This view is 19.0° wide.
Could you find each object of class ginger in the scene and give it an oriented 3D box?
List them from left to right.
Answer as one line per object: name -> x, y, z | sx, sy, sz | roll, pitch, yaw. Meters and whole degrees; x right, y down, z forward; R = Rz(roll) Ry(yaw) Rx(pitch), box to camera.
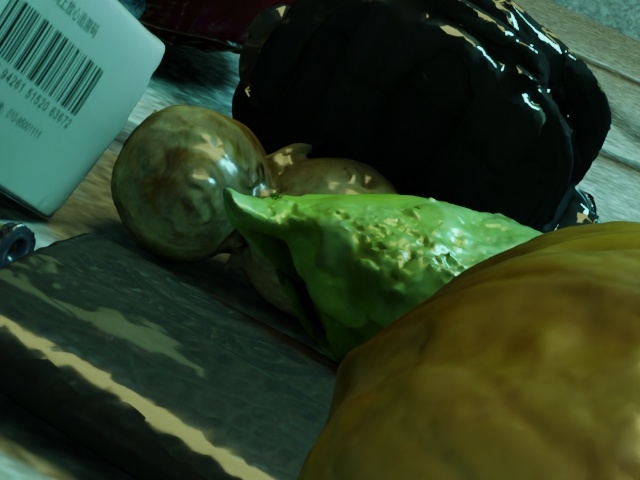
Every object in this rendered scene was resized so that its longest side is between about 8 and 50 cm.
ginger -> 0.000, 0.000, 0.892 | 0.204, 0.080, 0.104 | 22, 10, -6

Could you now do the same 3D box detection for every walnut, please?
walnut -> 0.097, 0.093, 0.515 | 0.222, 0.195, 0.195 | 33, 15, 15

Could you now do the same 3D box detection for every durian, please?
durian -> 0.080, 0.040, 0.786 | 0.250, 0.101, 0.139 | 24, -24, 17

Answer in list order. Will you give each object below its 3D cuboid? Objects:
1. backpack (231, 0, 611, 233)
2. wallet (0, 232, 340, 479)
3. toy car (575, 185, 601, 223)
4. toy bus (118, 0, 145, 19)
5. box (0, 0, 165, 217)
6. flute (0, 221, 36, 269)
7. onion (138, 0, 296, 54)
backpack -> 0.051, -0.058, 0.976 | 0.206, 0.133, 0.258 | 30, -27, 1
wallet -> 0.026, 0.090, 0.691 | 0.321, 0.044, 0.170 | 29, 12, 9
toy car -> 0.137, -0.064, 1.337 | 0.126, 0.098, 0.161 | 10, 20, -44
toy bus -> -0.125, -0.151, 0.973 | 0.109, 0.091, 0.262 | 34, -20, -11
box -> -0.236, -0.143, 0.833 | 0.299, 0.106, 0.200 | 32, -4, 19
flute -> -0.216, -0.051, 0.810 | 0.233, 0.027, 0.027 | 31, 15, 19
onion -> -0.088, -0.248, 1.323 | 0.314, 0.232, 0.314 | 23, 13, -6
